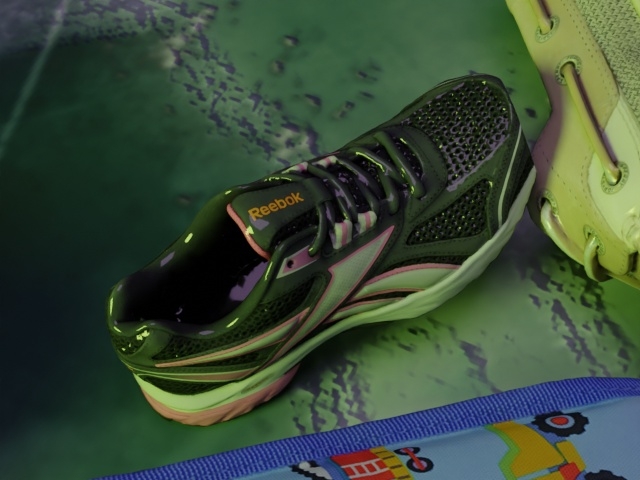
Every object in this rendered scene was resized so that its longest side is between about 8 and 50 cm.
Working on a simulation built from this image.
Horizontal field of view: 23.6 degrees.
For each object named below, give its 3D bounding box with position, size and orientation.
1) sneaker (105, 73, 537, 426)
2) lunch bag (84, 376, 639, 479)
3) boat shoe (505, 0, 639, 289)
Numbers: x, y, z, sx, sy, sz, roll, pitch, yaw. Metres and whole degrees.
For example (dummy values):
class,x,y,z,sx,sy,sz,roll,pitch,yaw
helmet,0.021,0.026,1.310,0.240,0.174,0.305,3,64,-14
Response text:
class,x,y,z,sx,sy,sz,roll,pitch,yaw
sneaker,0.000,0.000,0.552,0.178,0.077,0.072,-40,62,-1
lunch bag,0.039,0.153,0.412,0.293,0.138,0.221,-17,45,-10
boat shoe,0.134,-0.024,0.580,0.098,0.109,0.302,-31,53,28
